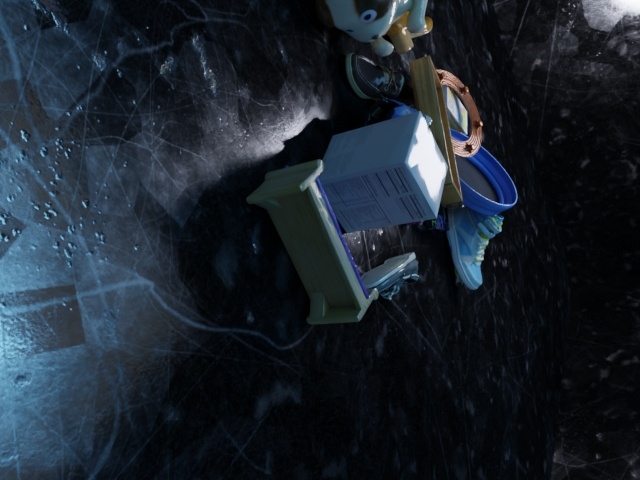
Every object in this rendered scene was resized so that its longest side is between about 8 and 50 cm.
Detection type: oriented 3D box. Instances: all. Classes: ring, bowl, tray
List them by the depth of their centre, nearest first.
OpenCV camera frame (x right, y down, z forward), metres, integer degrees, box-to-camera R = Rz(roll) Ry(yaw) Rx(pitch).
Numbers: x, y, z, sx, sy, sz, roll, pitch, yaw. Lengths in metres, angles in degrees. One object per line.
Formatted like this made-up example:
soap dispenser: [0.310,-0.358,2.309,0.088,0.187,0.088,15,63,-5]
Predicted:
tray: [0.355,-0.331,1.801,0.203,0.076,0.412,29,51,-65]
ring: [0.486,-0.462,2.103,0.336,0.032,0.337,15,66,-39]
bowl: [0.543,-0.249,2.132,0.390,0.077,0.391,24,38,-21]

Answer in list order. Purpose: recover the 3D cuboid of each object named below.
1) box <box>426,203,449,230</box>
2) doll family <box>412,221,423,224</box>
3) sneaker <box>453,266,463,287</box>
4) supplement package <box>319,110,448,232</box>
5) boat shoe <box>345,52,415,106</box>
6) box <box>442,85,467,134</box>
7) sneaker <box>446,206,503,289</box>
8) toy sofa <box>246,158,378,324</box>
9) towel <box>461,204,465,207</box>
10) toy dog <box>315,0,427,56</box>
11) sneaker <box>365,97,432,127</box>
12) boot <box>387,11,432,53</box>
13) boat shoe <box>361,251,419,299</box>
box: [0.420,-0.094,2.111,0.162,0.029,0.116,4,79,-58]
doll family: [0.338,-0.180,1.923,0.163,0.118,0.263,-32,109,-55]
sneaker: [0.528,0.138,2.213,0.035,0.031,0.084,5,78,-57]
supplement package: [0.160,-0.170,1.514,0.198,0.262,0.199,53,42,-35]
boat shoe: [0.197,-0.484,1.781,0.342,0.123,0.124,21,64,-53]
box: [0.475,-0.489,2.229,0.203,0.103,0.114,36,53,-48]
sneaker: [0.591,0.011,2.157,0.127,0.208,0.319,-8,81,-59]
toy sofa: [0.000,0.000,1.329,0.177,0.150,0.363,-50,123,-48]
towel: [0.595,-0.102,2.400,0.083,0.009,0.060,42,49,-43]
toy dog: [0.156,-0.724,1.646,0.396,0.284,0.408,57,41,-31]
sneaker: [0.202,-0.351,1.666,0.147,0.330,0.130,30,96,-13]
boot: [0.293,-0.801,2.033,0.211,0.104,0.295,62,41,-27]
boat shoe: [0.207,0.112,1.651,0.319,0.116,0.099,-24,98,-62]
